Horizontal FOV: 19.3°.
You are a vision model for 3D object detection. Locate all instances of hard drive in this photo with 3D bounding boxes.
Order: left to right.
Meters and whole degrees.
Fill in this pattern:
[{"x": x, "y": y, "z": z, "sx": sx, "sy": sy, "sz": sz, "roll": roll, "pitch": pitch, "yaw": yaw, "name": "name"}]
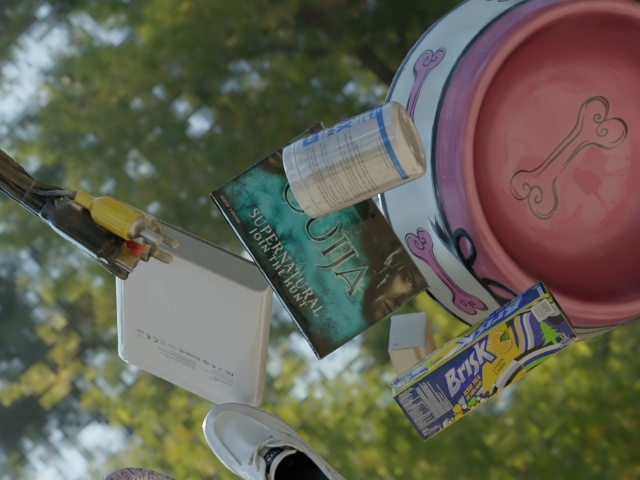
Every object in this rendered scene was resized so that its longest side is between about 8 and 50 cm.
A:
[{"x": -0.161, "y": 0.097, "z": 2.355, "sx": 0.040, "sy": 0.203, "sz": 0.307, "roll": -59, "pitch": -13, "yaw": -32, "name": "hard drive"}]

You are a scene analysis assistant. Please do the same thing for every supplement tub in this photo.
[{"x": 0.030, "y": -0.068, "z": 1.599, "sx": 0.107, "sy": 0.071, "sz": 0.071, "roll": -21, "pitch": -12, "yaw": 15, "name": "supplement tub"}]

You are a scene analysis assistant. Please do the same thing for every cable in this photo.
[{"x": -0.278, "y": -0.050, "z": 2.000, "sx": 0.072, "sy": 0.287, "sz": 0.139, "roll": -53, "pitch": -10, "yaw": -12, "name": "cable"}]

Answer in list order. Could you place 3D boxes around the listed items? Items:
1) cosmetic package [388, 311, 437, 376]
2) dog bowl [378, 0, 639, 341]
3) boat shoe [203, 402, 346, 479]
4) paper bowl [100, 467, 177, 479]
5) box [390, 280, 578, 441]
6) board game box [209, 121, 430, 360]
[{"x": 0.109, "y": 0.141, "z": 2.080, "sx": 0.060, "sy": 0.041, "sz": 0.115, "roll": -82, "pitch": -21, "yaw": -48, "name": "cosmetic package"}, {"x": 0.273, "y": -0.086, "z": 2.024, "sx": 0.408, "sy": 0.408, "sz": 0.150, "roll": -39, "pitch": 12, "yaw": -16, "name": "dog bowl"}, {"x": -0.046, "y": 0.277, "z": 2.348, "sx": 0.095, "sy": 0.258, "sz": 0.084, "roll": -56, "pitch": -23, "yaw": -10, "name": "boat shoe"}, {"x": -0.174, "y": 0.394, "z": 2.008, "sx": 0.148, "sy": 0.284, "sz": 0.284, "roll": -45, "pitch": -16, "yaw": 16, "name": "paper bowl"}, {"x": 0.147, "y": 0.108, "z": 1.701, "sx": 0.169, "sy": 0.054, "sz": 0.059, "roll": -34, "pitch": 9, "yaw": 6, "name": "box"}, {"x": 0.000, "y": 0.000, "z": 1.751, "sx": 0.126, "sy": 0.186, "sz": 0.026, "roll": -34, "pitch": -1, "yaw": -8, "name": "board game box"}]
